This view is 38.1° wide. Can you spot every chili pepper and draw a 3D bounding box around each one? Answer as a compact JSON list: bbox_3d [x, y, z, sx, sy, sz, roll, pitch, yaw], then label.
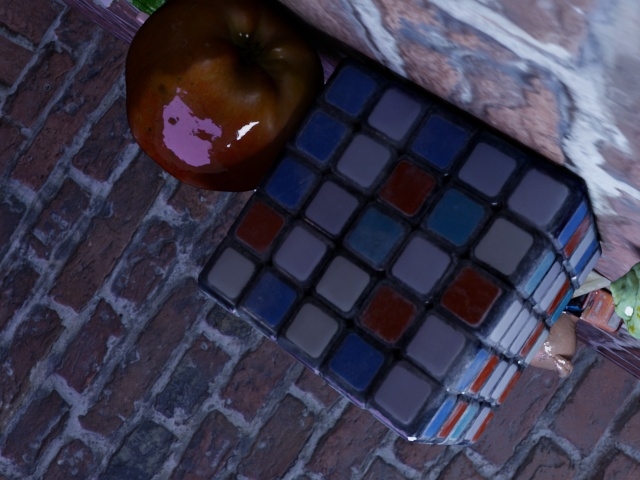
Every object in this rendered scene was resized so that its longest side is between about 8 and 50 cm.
[{"bbox_3d":[-0.276,-0.380,1.401,0.182,0.050,0.073,36,-173,-19],"label":"chili pepper"}]

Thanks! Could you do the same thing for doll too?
[{"bbox_3d":[0.411,0.104,1.758,0.303,0.156,0.201,65,175,-26],"label":"doll"}]

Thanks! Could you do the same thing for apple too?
[{"bbox_3d":[-0.102,-0.162,1.000,0.234,0.234,0.234,34,-179,-1],"label":"apple"}]

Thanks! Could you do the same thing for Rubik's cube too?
[{"bbox_3d":[0.099,0.025,0.996,0.287,0.293,0.292,34,179,24],"label":"Rubik's cube"}]

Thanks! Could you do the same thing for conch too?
[{"bbox_3d":[0.379,0.080,0.964,0.170,0.079,0.106,27,-165,5],"label":"conch"}]

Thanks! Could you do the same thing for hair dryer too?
[{"bbox_3d":[-0.333,-0.439,1.853,0.063,0.037,0.114,36,-172,-14],"label":"hair dryer"}]

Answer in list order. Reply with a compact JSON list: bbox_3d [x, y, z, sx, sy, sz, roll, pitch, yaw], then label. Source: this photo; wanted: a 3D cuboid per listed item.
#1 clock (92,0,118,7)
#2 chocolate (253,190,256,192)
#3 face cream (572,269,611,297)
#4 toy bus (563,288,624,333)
[{"bbox_3d":[-0.361,-0.412,1.226,0.186,0.083,0.253,33,-179,0],"label":"clock"},{"bbox_3d":[-0.013,-0.142,1.509,0.147,0.221,0.221,13,167,39],"label":"chocolate"},{"bbox_3d":[0.248,-0.002,1.304,0.341,0.084,0.137,33,143,-24],"label":"face cream"},{"bbox_3d":[0.422,0.098,1.543,0.096,0.073,0.235,27,-179,-7],"label":"toy bus"}]
